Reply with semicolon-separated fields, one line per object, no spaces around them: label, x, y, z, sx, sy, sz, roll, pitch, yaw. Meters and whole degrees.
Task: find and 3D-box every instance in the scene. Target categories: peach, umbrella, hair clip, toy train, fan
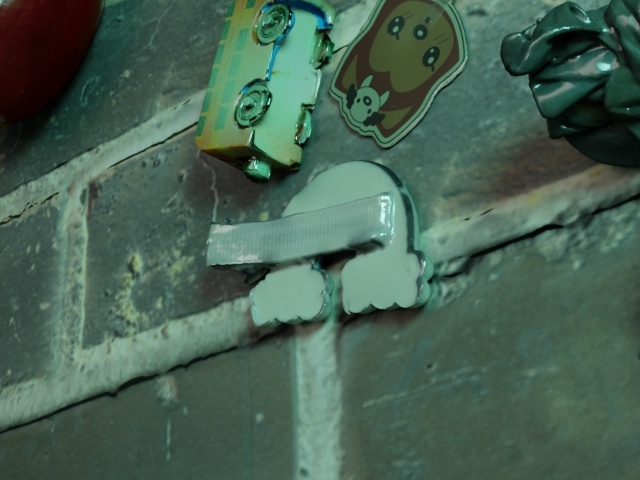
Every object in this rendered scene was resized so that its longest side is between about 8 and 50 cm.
peach;-0.343;-0.277;1.301;0.258;0.201;0.362;120;173;-68
umbrella;0.274;-0.144;0.679;0.348;0.143;0.094;-22;64;36
hair clip;0.000;0.000;0.951;0.220;0.054;0.140;-11;60;37
toy train;-0.051;-0.143;1.046;0.099;0.072;0.188;1;72;43
fan;0.090;-0.184;0.976;0.220;0.009;0.132;-53;47;13
